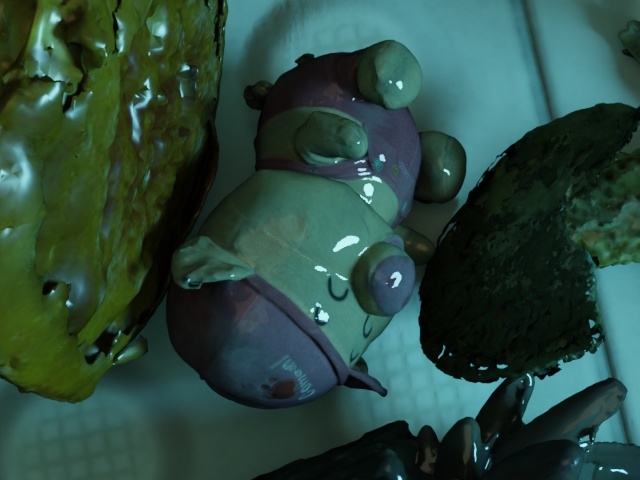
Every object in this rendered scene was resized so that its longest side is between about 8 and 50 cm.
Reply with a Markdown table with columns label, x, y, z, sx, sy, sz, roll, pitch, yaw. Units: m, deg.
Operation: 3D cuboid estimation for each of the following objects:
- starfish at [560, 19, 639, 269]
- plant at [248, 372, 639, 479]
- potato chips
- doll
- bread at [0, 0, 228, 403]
| label | x | y | z | sx | sy | sz | roll | pitch | yaw |
| --- | --- | --- | --- | --- | --- | --- | --- | --- | --- |
| starfish | 0.352 | 0.017 | 1.213 | 0.432 | 0.082 | 0.324 | 25 | 78 | 6 |
| plant | 0.078 | 0.211 | 1.120 | 0.321 | 0.181 | 0.194 | -16 | 99 | 7 |
| potato chips | 0.147 | -0.002 | 1.177 | 0.029 | 0.202 | 0.220 | 35 | 76 | -29 |
| doll | 0.002 | 0.000 | 1.175 | 0.196 | 0.152 | 0.256 | 36 | 65 | -24 |
| bread | -0.188 | -0.072 | 1.105 | 0.204 | 0.358 | 0.336 | 9 | 77 | 10 |
